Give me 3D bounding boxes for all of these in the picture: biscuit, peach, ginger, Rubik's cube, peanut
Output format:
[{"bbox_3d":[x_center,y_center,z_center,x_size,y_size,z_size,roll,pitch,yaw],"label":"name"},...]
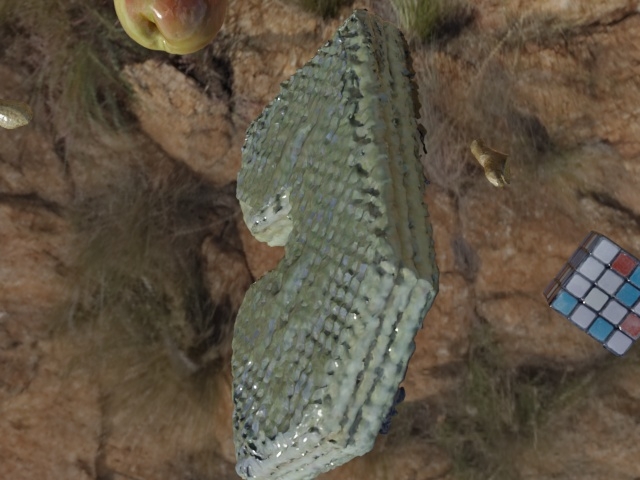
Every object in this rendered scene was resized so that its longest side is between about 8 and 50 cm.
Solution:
[{"bbox_3d":[0.000,0.000,0.461,0.046,0.250,0.147,20,142,-31],"label":"biscuit"},{"bbox_3d":[-0.233,-0.390,1.291,0.184,0.184,0.184,4,123,6],"label":"peach"},{"bbox_3d":[0.225,-0.101,1.043,0.048,0.097,0.030,11,126,-21],"label":"ginger"},{"bbox_3d":[0.301,0.053,0.861,0.092,0.092,0.092,37,101,8],"label":"Rubik's cube"},{"bbox_3d":[-0.563,-0.224,1.437,0.113,0.054,0.054,6,123,1],"label":"peanut"}]
